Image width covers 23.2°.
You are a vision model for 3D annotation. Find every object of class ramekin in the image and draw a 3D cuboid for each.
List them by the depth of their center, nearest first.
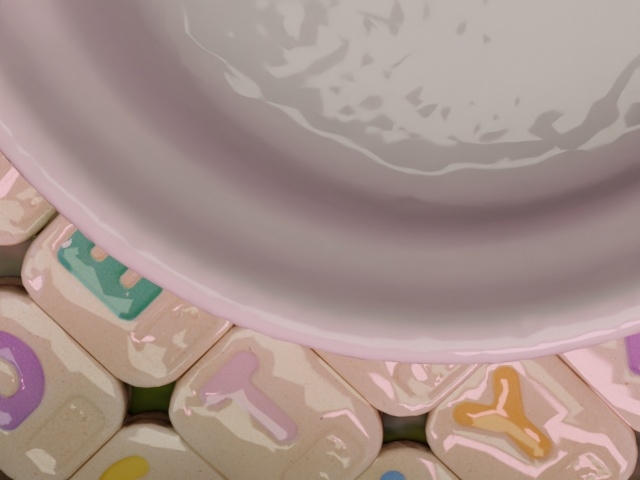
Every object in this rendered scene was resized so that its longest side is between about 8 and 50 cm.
[{"bbox_3d":[0.035,-0.115,0.411,0.277,0.135,0.277,1,96,8],"label":"ramekin"}]

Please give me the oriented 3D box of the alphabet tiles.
[{"bbox_3d":[0.000,0.000,0.527,0.284,0.021,0.278,-43,98,15],"label":"alphabet tiles"}]
